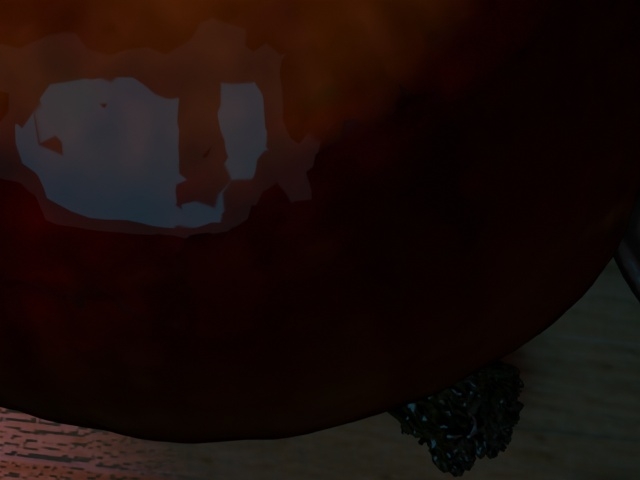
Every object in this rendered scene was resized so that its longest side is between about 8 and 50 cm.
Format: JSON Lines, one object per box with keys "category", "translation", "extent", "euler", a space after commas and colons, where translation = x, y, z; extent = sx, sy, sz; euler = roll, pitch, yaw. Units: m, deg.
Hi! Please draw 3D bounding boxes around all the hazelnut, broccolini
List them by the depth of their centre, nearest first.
{"category": "hazelnut", "translation": [-0.063, -0.082, 0.799], "extent": [0.429, 0.402, 0.402], "euler": [7, 115, 8]}
{"category": "broccolini", "translation": [0.024, 0.053, 1.022], "extent": [0.203, 0.091, 0.068], "euler": [36, 74, 10]}

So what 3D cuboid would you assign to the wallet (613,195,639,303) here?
{"category": "wallet", "translation": [0.266, -0.008, 0.930], "extent": [0.229, 0.049, 0.182], "euler": [-29, 98, 25]}
